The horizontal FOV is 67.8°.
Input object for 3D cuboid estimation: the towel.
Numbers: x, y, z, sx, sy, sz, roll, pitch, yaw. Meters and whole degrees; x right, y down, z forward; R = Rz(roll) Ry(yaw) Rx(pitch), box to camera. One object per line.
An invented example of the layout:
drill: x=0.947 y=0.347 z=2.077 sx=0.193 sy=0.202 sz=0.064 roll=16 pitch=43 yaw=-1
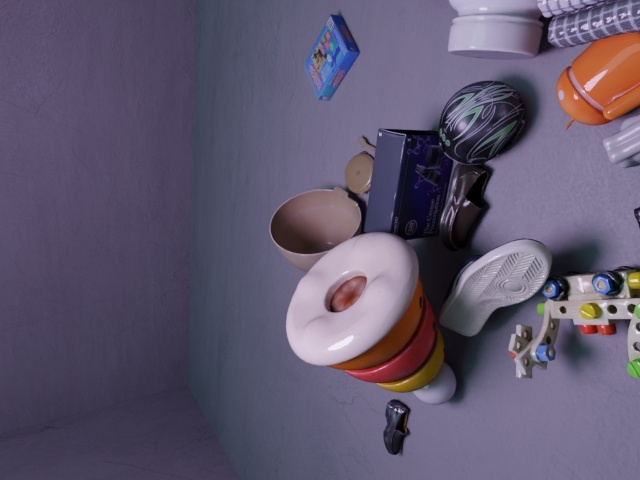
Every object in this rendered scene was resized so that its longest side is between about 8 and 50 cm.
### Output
towel: x=0.489 y=-0.397 z=0.669 sx=0.121 sy=0.284 sz=0.235 roll=54 pitch=162 yaw=-23

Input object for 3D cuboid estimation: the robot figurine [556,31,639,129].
robot figurine: x=0.492 y=-0.280 z=0.791 sx=0.219 sy=0.128 sz=0.158 roll=-49 pitch=62 yaw=49

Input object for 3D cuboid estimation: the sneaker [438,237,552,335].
sneaker: x=0.360 y=0.070 z=1.013 sx=0.148 sy=0.131 sz=0.350 roll=-62 pitch=-1 yaw=-34

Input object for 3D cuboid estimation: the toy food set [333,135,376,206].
toy food set: x=0.125 y=-0.207 z=1.464 sx=0.132 sy=0.039 sz=0.192 roll=42 pitch=116 yaw=37

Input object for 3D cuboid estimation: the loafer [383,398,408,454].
loafer: x=0.227 y=0.562 z=1.414 sx=0.061 sy=0.062 sz=0.170 roll=11 pitch=106 yaw=51

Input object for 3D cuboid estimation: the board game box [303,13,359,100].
board game box: x=0.030 y=-0.583 z=1.532 sx=0.210 sy=0.047 sz=0.160 roll=-46 pitch=58 yaw=50

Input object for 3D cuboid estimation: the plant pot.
plant pot: x=0.000 y=0.000 z=1.517 sx=0.284 sy=0.284 sz=0.190 roll=49 pitch=163 yaw=41

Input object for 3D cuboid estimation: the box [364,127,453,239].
box: x=0.222 y=-0.139 z=1.184 sx=0.103 sy=0.184 sz=0.261 roll=32 pitch=122 yaw=51

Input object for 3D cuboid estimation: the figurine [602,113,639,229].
figurine: x=0.567 y=-0.132 z=0.710 sx=0.209 sy=0.092 sz=0.214 roll=138 pitch=121 yaw=-61

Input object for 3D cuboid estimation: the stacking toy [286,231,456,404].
stacking toy: x=0.182 y=0.242 z=1.154 sx=0.351 sy=0.480 sz=0.350 roll=-32 pitch=31 yaw=22

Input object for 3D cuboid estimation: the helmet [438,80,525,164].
helmet: x=0.342 y=-0.257 z=1.015 sx=0.161 sy=0.170 sz=0.169 roll=107 pitch=144 yaw=-59

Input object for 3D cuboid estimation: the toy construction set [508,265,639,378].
toy construction set: x=0.501 y=0.161 z=0.855 sx=0.328 sy=0.151 sz=0.214 roll=-14 pitch=83 yaw=46

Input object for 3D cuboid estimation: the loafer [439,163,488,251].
loafer: x=0.338 y=-0.075 z=1.111 sx=0.078 sy=0.080 sz=0.219 roll=27 pitch=117 yaw=53

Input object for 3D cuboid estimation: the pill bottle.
pill bottle: x=0.354 y=-0.538 z=0.891 sx=0.204 sy=0.204 sz=0.360 roll=28 pitch=118 yaw=52
